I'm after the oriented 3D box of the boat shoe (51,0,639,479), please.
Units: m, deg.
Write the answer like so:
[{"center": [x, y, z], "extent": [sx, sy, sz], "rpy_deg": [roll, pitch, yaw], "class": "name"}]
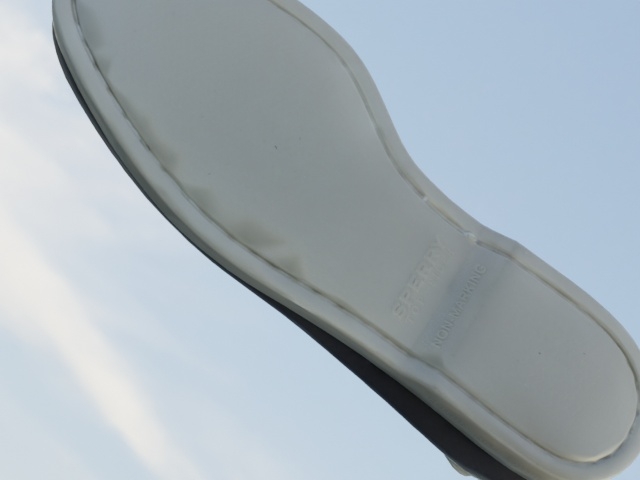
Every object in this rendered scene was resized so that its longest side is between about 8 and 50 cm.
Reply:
[{"center": [0.000, 0.000, 0.529], "extent": [0.206, 0.075, 0.065], "rpy_deg": [42, -26, -4], "class": "boat shoe"}]
